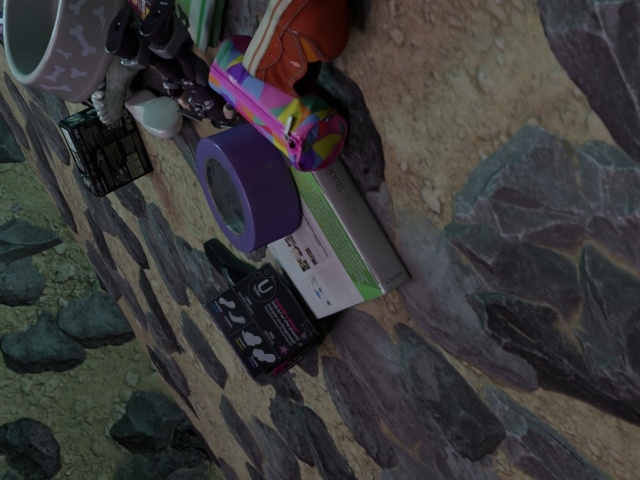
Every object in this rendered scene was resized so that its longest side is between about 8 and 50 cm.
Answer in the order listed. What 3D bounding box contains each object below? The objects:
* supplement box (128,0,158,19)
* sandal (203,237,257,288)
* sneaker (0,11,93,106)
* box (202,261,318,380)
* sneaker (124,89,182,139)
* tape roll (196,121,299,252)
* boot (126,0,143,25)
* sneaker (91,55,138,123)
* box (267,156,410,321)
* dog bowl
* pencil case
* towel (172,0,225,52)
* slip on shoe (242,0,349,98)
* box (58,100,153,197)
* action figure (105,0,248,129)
[{"bbox_3d":[-0.272,-0.386,1.408,0.083,0.043,0.055,50,153,22],"label":"supplement box"},{"bbox_3d":[-0.180,0.082,1.861,0.254,0.054,0.097,33,145,47],"label":"sandal"},{"bbox_3d":[-0.560,-0.377,1.825,0.124,0.107,0.283,-4,148,20],"label":"sneaker"},{"bbox_3d":[-0.098,0.159,1.612,0.163,0.142,0.247,55,174,10],"label":"box"},{"bbox_3d":[-0.310,-0.231,1.747,0.212,0.080,0.094,39,162,53],"label":"sneaker"},{"bbox_3d":[-0.114,-0.081,1.368,0.189,0.080,0.189,46,150,37],"label":"tape roll"},{"bbox_3d":[-0.289,-0.388,1.512,0.086,0.069,0.190,78,167,-76],"label":"boot"},{"bbox_3d":[-0.412,-0.328,1.763,0.292,0.118,0.110,103,145,-68],"label":"sneaker"},{"bbox_3d":[0.000,0.000,1.401,0.232,0.058,0.322,59,158,0],"label":"box"},{"bbox_3d":[-0.456,-0.419,1.547,0.348,0.102,0.349,-7,82,52],"label":"dog bowl"},{"bbox_3d":[-0.062,-0.193,1.239,0.236,0.104,0.104,44,153,31],"label":"pencil case"},{"bbox_3d":[-0.239,-0.475,1.343,0.325,0.038,0.248,55,156,14],"label":"towel"},{"bbox_3d":[-0.005,-0.266,1.040,0.101,0.123,0.331,36,156,-4],"label":"slip on shoe"},{"bbox_3d":[-0.484,-0.212,2.009,0.077,0.147,0.180,29,144,50],"label":"box"},{"bbox_3d":[-0.198,-0.258,1.382,0.185,0.099,0.285,4,158,30],"label":"action figure"}]
